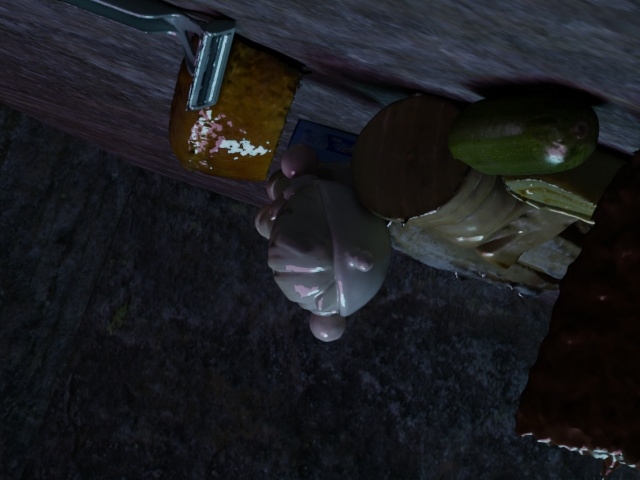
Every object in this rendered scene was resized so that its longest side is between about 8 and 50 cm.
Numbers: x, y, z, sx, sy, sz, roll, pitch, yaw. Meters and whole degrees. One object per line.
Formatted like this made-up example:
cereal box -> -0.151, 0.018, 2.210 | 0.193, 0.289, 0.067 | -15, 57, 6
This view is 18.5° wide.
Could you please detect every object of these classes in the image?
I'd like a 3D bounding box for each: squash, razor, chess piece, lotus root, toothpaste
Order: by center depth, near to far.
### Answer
squash -> 0.165, -0.089, 1.635 | 0.069, 0.069, 0.239 | 22, 176, -17
razor -> -0.213, -0.230, 1.893 | 0.277, 0.056, 0.111 | 27, 140, 6
chess piece -> 0.164, -0.048, 1.937 | 0.137, 0.137, 0.301 | 18, 179, 37
lotus root -> 0.199, -0.029, 2.122 | 0.329, 0.167, 0.078 | 24, -141, -46
toothpaste -> 0.084, -0.086, 2.359 | 0.272, 0.053, 0.066 | 19, 172, 36

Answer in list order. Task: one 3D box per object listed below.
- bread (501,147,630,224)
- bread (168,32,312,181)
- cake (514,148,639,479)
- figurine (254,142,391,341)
bread -> 0.241, -0.053, 1.803 | 0.156, 0.064, 0.117 | 21, 173, 12
bread -> -0.095, -0.129, 2.039 | 0.129, 0.134, 0.260 | 20, 177, -3
cake -> 0.353, 0.092, 1.597 | 0.255, 0.282, 0.290 | 22, 180, 40
figurine -> 0.009, 0.006, 1.937 | 0.144, 0.182, 0.257 | 16, -164, -6
